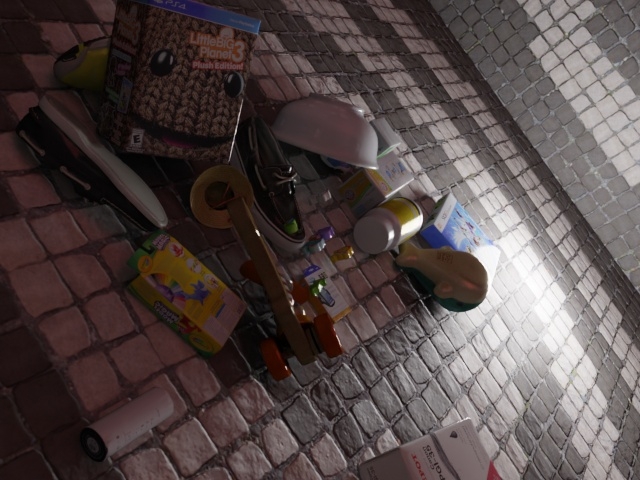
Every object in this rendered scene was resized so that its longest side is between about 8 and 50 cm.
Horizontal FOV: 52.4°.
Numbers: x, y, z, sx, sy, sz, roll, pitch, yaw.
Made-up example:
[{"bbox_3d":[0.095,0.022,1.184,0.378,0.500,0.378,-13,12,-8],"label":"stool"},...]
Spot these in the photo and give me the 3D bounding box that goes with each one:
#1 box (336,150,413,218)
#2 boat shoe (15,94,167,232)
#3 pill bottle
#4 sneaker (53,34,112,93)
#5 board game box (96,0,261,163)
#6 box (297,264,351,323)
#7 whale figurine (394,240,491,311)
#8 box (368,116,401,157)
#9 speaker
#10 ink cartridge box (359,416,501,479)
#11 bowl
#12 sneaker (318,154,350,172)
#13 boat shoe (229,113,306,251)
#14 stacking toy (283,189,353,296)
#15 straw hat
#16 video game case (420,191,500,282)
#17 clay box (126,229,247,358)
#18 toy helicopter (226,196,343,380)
[{"bbox_3d":[0.153,-0.156,1.797,0.103,0.114,0.203,53,35,2],"label":"box"},{"bbox_3d":[-0.401,-0.117,1.152,0.302,0.091,0.114,48,7,-4],"label":"boat shoe"},{"bbox_3d":[0.178,-0.039,1.719,0.119,0.119,0.208,56,34,5],"label":"pill bottle"},{"bbox_3d":[-0.351,-0.323,1.351,0.385,0.145,0.147,-5,82,-42],"label":"sneaker"},{"bbox_3d":[-0.275,-0.314,1.253,0.232,0.290,0.141,1,21,-40],"label":"board game box"},{"bbox_3d":[0.006,0.120,1.459,0.136,0.028,0.081,54,34,7],"label":"box"},{"bbox_3d":[0.324,0.100,1.782,0.272,0.141,0.216,21,39,-1],"label":"whale figurine"},{"bbox_3d":[0.163,-0.299,1.950,0.102,0.101,0.087,56,34,2],"label":"box"},{"bbox_3d":[-0.283,0.270,0.966,0.055,0.055,0.136,56,35,5],"label":"speaker"},{"bbox_3d":[0.236,0.496,1.306,0.283,0.117,0.207,0,60,-49],"label":"ink cartridge box"},{"bbox_3d":[0.021,-0.281,1.607,0.298,0.134,0.298,17,11,-3],"label":"bowl"},{"bbox_3d":[0.028,-0.282,1.797,0.080,0.081,0.211,-10,68,-54],"label":"sneaker"},{"bbox_3d":[-0.114,-0.137,1.469,0.121,0.119,0.335,-11,68,-53],"label":"boat shoe"},{"bbox_3d":[0.000,0.000,1.439,0.167,0.052,0.221,68,26,-16],"label":"stacking toy"},{"bbox_3d":[-0.217,-0.096,1.360,0.144,0.144,0.061,21,7,-37],"label":"straw hat"},{"bbox_3d":[0.446,0.008,2.038,0.269,0.061,0.244,48,36,-7],"label":"video game case"},{"bbox_3d":[-0.246,0.092,1.170,0.222,0.053,0.127,44,34,-10],"label":"clay box"},{"bbox_3d":[-0.089,0.075,1.253,0.235,0.140,0.355,-113,179,-73],"label":"toy helicopter"}]
